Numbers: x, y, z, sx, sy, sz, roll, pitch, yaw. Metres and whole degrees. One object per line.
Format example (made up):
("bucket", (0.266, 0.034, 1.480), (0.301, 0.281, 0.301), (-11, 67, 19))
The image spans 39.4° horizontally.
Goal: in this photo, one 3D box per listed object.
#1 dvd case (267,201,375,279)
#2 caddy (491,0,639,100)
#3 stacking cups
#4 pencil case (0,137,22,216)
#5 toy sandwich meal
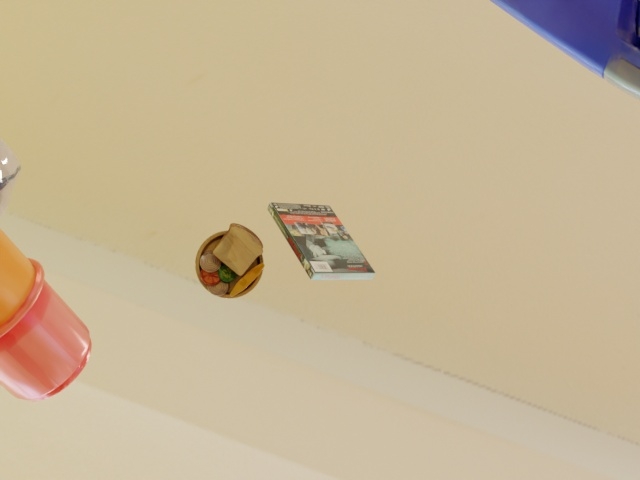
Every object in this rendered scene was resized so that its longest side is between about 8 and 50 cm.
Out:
("dvd case", (0.000, 0.000, 1.011), (0.087, 0.119, 0.013), (1, -50, -37))
("caddy", (0.180, -0.131, 0.351), (0.341, 0.241, 0.179), (24, -65, 30))
("stacking cups", (-0.245, -0.027, 0.497), (0.096, 0.096, 0.316), (-20, -50, 12))
("pencil case", (-0.420, 0.042, 0.772), (0.183, 0.160, 0.410), (9, -115, 36))
("toy sandwich meal", (-0.100, 0.024, 1.001), (0.086, 0.029, 0.085), (0, -94, -6))
